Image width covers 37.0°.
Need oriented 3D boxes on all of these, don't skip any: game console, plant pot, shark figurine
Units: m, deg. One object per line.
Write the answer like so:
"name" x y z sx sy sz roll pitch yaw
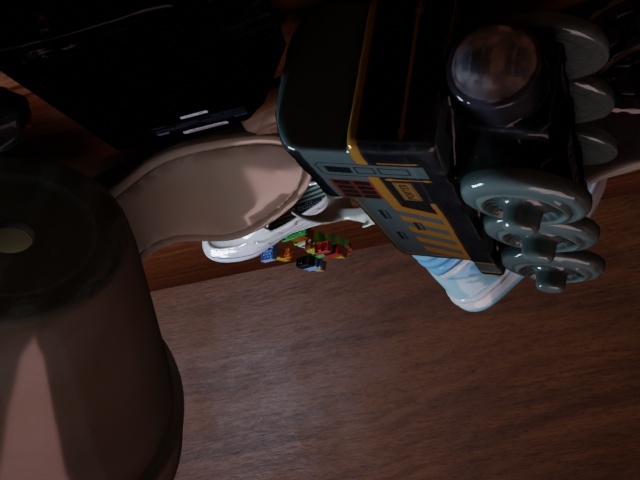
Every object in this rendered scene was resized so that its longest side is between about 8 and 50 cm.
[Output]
"game console" -0.198 -0.078 0.537 0.361 0.044 0.213 -14 172 3
"plant pot" -0.267 0.090 0.836 0.323 0.323 0.280 -9 137 -26
"shark figurine" 0.072 -0.074 1.049 0.166 0.116 0.278 22 165 0

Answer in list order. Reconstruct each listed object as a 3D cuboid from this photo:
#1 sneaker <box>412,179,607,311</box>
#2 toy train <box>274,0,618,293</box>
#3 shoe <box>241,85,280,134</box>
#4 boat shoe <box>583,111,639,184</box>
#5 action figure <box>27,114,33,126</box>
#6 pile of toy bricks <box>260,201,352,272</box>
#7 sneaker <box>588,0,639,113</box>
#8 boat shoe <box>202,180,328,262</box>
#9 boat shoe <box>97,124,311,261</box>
"sneaker" 0.261 -0.056 1.389 0.208 0.319 0.127 36 -171 -34
"toy train" 0.102 -0.057 0.664 0.190 0.142 0.334 6 168 20
"shoe" 0.044 -0.106 0.765 0.218 0.058 0.076 -11 175 -5
"boat shoe" 0.202 -0.090 0.912 0.355 0.132 0.130 -10 175 -3
"action figure" -0.248 -0.073 0.681 0.115 0.030 0.038 -13 -179 45
"pile of toy bricks" 0.000 0.000 1.518 0.105 0.118 0.212 16 161 -34
"sneaker" 0.322 -0.155 0.707 0.271 0.100 0.108 -6 -174 12
"boat shoe" -0.075 -0.037 1.325 0.226 0.083 0.076 -24 160 15
"boat shoe" -0.141 -0.054 0.945 0.319 0.116 0.099 -21 -146 29
